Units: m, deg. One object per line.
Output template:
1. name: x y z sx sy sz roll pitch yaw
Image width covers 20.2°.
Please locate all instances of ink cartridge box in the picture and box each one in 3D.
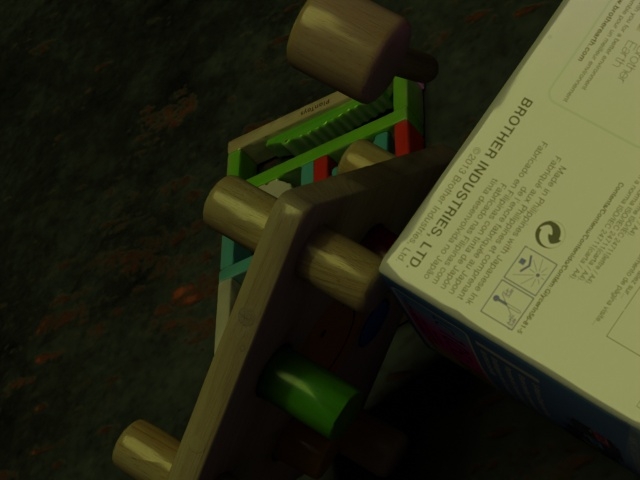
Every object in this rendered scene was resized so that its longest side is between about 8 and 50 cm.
1. ink cartridge box: 0.272 0.030 1.026 0.395 0.151 0.270 31 82 27

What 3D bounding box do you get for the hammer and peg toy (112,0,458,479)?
1. hammer and peg toy: 0.021 0.018 1.184 0.127 0.266 0.361 30 111 20

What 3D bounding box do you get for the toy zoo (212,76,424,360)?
1. toy zoo: 0.000 0.000 1.468 0.192 0.030 0.293 -24 45 26
